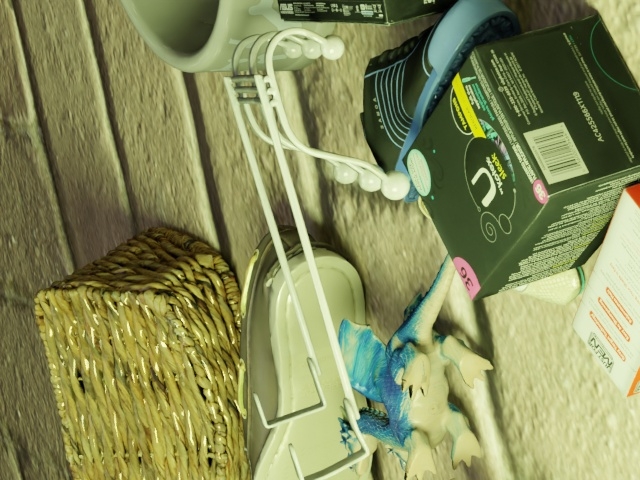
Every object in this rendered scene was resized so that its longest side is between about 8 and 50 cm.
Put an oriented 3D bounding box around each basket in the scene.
[{"bbox_3d":[-0.136,0.150,2.098,0.213,0.223,0.299,-1,107,31],"label":"basket"}]

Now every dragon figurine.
[{"bbox_3d":[0.068,0.101,1.638,0.144,0.085,0.289,41,142,49],"label":"dragon figurine"}]

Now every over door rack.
[{"bbox_3d":[0.000,0.000,1.518,0.239,0.108,0.324,-150,55,-81],"label":"over door rack"}]

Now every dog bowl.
[{"bbox_3d":[-0.106,-0.305,1.730,0.349,0.102,0.349,43,141,48],"label":"dog bowl"}]

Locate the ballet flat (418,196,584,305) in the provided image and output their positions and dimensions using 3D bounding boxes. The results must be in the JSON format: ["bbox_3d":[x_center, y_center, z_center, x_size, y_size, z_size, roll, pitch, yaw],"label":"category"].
[{"bbox_3d":[0.130,0.004,1.483,0.168,0.052,0.057,43,142,48],"label":"ballet flat"}]

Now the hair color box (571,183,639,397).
[{"bbox_3d":[0.218,0.032,1.324,0.072,0.043,0.141,57,150,32],"label":"hair color box"}]

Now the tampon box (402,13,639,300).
[{"bbox_3d":[0.144,-0.054,1.356,0.120,0.101,0.161,65,155,19],"label":"tampon box"}]

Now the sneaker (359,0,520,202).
[{"bbox_3d":[0.077,-0.122,1.480,0.090,0.081,0.232,55,152,21],"label":"sneaker"}]

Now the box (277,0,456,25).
[{"bbox_3d":[0.028,-0.243,1.509,0.180,0.077,0.147,13,116,62],"label":"box"}]

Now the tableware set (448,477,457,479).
[{"bbox_3d":[0.142,0.264,1.618,0.168,0.020,0.141,44,154,13],"label":"tableware set"}]

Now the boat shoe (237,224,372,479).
[{"bbox_3d":[-0.022,0.144,1.831,0.097,0.116,0.324,-136,41,-55],"label":"boat shoe"}]
